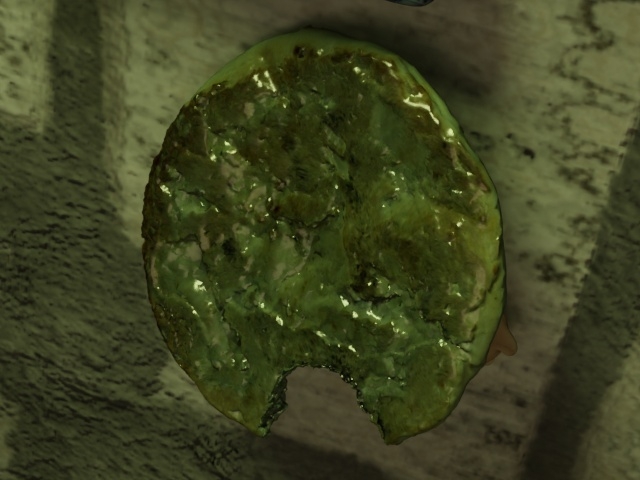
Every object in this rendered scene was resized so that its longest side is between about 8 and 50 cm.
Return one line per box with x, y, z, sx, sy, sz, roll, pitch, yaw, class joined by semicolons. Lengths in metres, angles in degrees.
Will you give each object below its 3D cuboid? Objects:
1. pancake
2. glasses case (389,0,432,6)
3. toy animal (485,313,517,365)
0.000;0.000;1.126;0.253;0.037;0.254;7;103;33;pancake
-0.040;-0.195;1.019;0.248;0.087;0.065;26;134;0;glasses case
0.052;0.057;1.183;0.114;0.082;0.091;39;128;-13;toy animal
